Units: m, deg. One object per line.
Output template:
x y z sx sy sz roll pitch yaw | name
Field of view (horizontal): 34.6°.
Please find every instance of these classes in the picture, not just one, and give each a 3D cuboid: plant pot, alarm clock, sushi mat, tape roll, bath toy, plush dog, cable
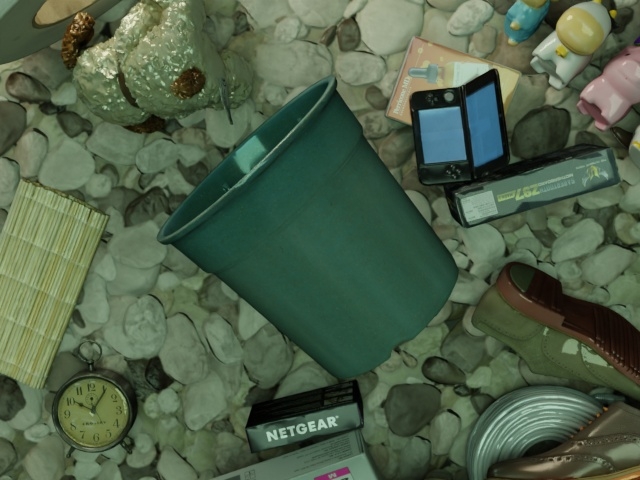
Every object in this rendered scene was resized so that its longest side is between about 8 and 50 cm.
0.000 0.000 1.490 0.341 0.341 0.334 -41 103 6 | plant pot
-0.361 0.251 1.649 0.130 0.064 0.192 -3 100 2 | alarm clock
-0.462 0.071 1.650 0.152 0.019 0.316 22 98 -1 | sushi mat
-0.328 -0.375 1.401 0.392 0.392 0.072 -34 96 6 | tape roll
0.431 -0.243 1.499 0.129 0.151 0.348 -43 85 -3 | bath toy
-0.253 -0.239 1.494 0.226 0.210 0.262 -14 130 24 | plush dog
0.362 0.357 1.632 0.257 0.089 0.257 9 98 0 | cable

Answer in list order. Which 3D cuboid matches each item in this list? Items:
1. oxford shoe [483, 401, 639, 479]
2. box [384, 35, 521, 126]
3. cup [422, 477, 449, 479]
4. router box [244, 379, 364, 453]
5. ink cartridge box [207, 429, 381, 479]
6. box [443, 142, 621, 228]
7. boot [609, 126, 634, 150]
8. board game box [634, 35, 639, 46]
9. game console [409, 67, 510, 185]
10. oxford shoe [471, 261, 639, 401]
0.420 0.318 1.540 0.364 0.130 0.132 -9 66 10 | oxford shoe
0.197 -0.220 1.557 0.171 0.091 0.130 18 98 -1 | box
0.178 0.500 1.533 0.331 0.331 0.236 25 98 -2 | cup
-0.024 0.274 1.609 0.179 0.133 0.046 -14 96 4 | router box
-0.030 0.429 1.612 0.275 0.060 0.238 -20 127 4 | ink cartridge box
0.306 -0.084 1.526 0.233 0.183 0.059 -16 98 3 | box
0.514 -0.177 1.560 0.106 0.037 0.114 29 126 -15 | boot
0.722 -0.272 1.402 0.356 0.356 0.356 -43 95 7 | board game box
0.194 -0.160 1.457 0.124 0.085 0.143 -5 78 2 | game console
0.398 0.167 1.612 0.348 0.123 0.130 34 124 -4 | oxford shoe
